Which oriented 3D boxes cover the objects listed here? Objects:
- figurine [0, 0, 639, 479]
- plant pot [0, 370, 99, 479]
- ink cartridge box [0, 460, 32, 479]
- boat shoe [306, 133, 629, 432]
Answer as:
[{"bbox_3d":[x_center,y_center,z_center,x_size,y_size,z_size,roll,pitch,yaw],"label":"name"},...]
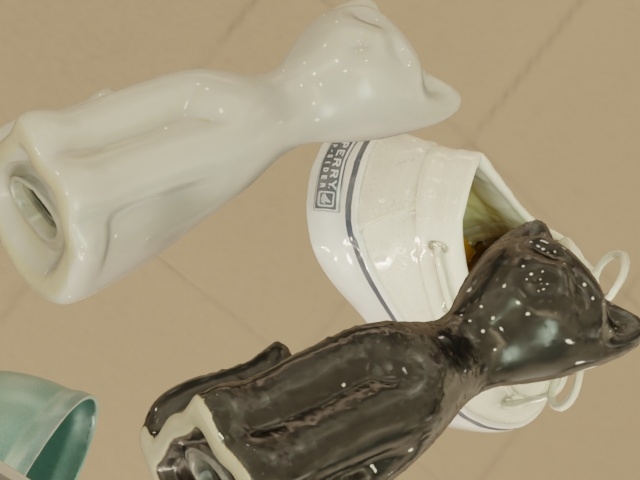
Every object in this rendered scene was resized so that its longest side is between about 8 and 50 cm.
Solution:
[{"bbox_3d":[0.000,0.000,0.703,0.209,0.215,0.092,-25,160,-29],"label":"figurine"},{"bbox_3d":[-0.407,0.265,1.962,0.196,0.293,0.293,26,95,6],"label":"plant pot"},{"bbox_3d":[-0.355,0.261,1.102,0.308,0.091,0.385,28,111,11],"label":"ink cartridge box"},{"bbox_3d":[0.133,0.036,1.176,0.367,0.156,0.136,53,49,-52],"label":"boat shoe"}]
